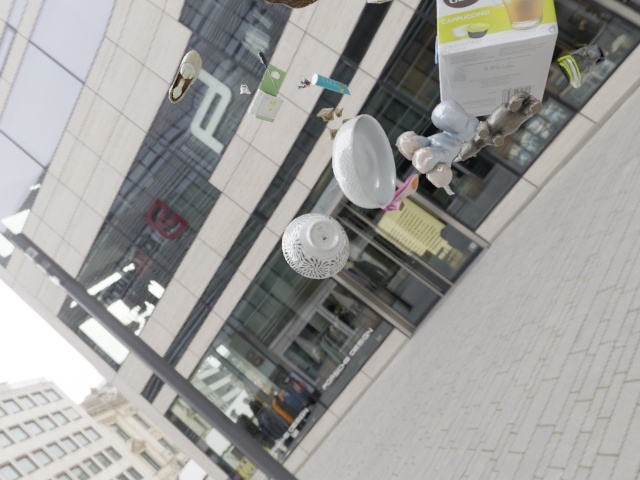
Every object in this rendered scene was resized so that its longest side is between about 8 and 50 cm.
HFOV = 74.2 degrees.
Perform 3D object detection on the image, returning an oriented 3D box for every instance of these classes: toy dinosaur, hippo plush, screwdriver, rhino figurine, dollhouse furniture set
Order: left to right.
[{"bbox_3d":[-0.225,-0.721,1.802,0.024,0.025,0.170,-83,-22,-47],"label":"screwdriver"},{"bbox_3d":[-0.051,-0.565,1.541,0.082,0.090,0.047,-26,-35,-46],"label":"toy dinosaur"},{"bbox_3d":[0.075,-0.547,2.026,0.123,0.144,0.151,-66,-29,-58],"label":"dollhouse furniture set"},{"bbox_3d":[0.418,-0.308,1.368,0.236,0.294,0.234,-47,26,20],"label":"hippo plush"},{"bbox_3d":[0.428,-0.272,1.051,0.243,0.073,0.106,-42,6,36],"label":"rhino figurine"}]

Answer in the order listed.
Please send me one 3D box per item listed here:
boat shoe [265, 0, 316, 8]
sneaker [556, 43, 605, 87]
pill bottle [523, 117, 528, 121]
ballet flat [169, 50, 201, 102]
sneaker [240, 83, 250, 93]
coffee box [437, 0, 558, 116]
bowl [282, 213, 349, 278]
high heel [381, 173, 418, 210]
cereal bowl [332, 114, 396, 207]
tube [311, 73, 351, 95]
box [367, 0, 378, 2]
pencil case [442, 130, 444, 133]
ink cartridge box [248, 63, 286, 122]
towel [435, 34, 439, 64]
[{"bbox_3d":[-0.104,-0.790,1.261,0.123,0.123,0.342,-9,16,26],"label":"boat shoe"},{"bbox_3d":[0.902,-0.599,1.442,0.121,0.111,0.300,-26,2,38],"label":"sneaker"},{"bbox_3d":[0.851,-0.547,1.851,0.169,0.094,0.094,-37,-12,-10],"label":"pill bottle"},{"bbox_3d":[-0.400,-0.477,1.252,0.168,0.057,0.052,-51,26,30],"label":"ballet flat"},{"bbox_3d":[-0.346,-0.695,1.947,0.109,0.040,0.043,-114,20,-72],"label":"sneaker"},{"bbox_3d":[0.582,-0.671,1.452,0.338,0.338,0.334,49,-137,-61],"label":"coffee box"},{"bbox_3d":[0.000,0.000,1.004,0.170,0.170,0.080,-48,-1,-24],"label":"bowl"},{"bbox_3d":[0.389,-0.239,2.075,0.082,0.117,0.244,49,-117,-43],"label":"high heel"},{"bbox_3d":[0.144,-0.273,1.540,0.141,0.338,0.339,-10,17,33],"label":"cereal bowl"},{"bbox_3d":[0.056,-0.760,2.067,0.207,0.080,0.052,4,-31,-35],"label":"tube"},{"bbox_3d":[0.263,-1.143,1.819,0.114,0.103,0.203,-32,-60,-45],"label":"box"},{"bbox_3d":[0.587,-0.514,1.804,0.104,0.104,0.236,-44,-25,-41],"label":"pencil case"},{"bbox_3d":[-0.227,-0.672,1.953,0.235,0.056,0.171,-59,-15,18],"label":"ink cartridge box"},{"bbox_3d":[0.512,-0.794,1.759,0.029,0.067,0.119,-16,-73,-77],"label":"towel"}]
